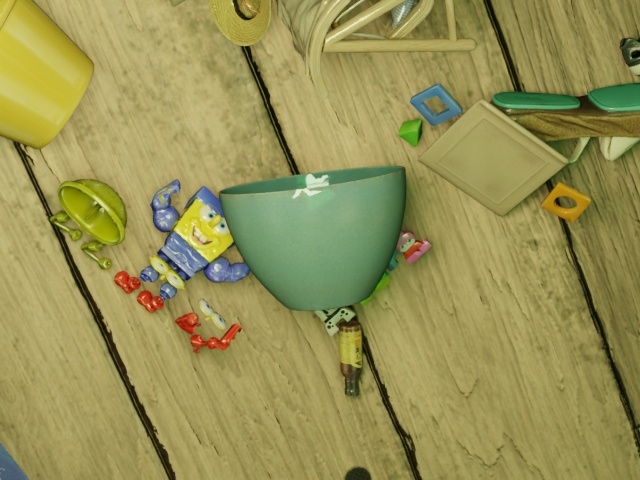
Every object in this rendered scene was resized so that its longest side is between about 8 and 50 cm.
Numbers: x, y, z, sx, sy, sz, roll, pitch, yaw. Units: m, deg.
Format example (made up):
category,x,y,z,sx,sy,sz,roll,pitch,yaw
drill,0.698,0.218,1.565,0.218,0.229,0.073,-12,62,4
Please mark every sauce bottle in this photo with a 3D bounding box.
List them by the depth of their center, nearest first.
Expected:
category,x,y,z,sx,sy,sz,roll,pitch,yaw
sauce bottle,0.053,0.204,1.818,0.042,0.042,0.128,-4,104,-6

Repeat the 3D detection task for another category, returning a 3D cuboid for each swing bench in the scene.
category,x,y,z,sx,sy,sz,roll,pitch,yaw
swing bench,0.067,-0.370,1.576,0.255,0.253,0.165,-17,129,-4

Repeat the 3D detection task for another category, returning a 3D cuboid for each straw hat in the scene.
category,x,y,z,sx,sy,sz,roll,pitch,yaw
straw hat,-0.108,-0.385,1.667,0.061,0.144,0.144,-29,108,-44

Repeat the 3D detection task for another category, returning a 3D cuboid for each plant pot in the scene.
category,x,y,z,sx,sy,sz,roll,pitch,yaw
plant pot,-0.481,-0.265,1.569,0.239,0.254,0.254,34,96,-26
plant pot,0.000,0.000,1.635,0.290,0.290,0.195,-9,98,-5

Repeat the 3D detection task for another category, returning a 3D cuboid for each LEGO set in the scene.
category,x,y,z,sx,sy,sz,roll,pitch,yaw
LEGO set,0.068,0.043,1.768,0.227,0.087,0.093,-43,100,9

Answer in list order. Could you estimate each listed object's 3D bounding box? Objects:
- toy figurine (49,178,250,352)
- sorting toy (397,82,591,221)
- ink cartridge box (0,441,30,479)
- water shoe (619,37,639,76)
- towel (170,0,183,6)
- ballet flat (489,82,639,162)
category,x,y,z,sx,sy,sz,roll,pitch,yaw
toy figurine,-0.231,-0.012,1.719,0.362,0.191,0.217,43,63,-6
sorting toy,0.285,-0.139,1.729,0.348,0.196,0.047,33,51,-12
ink cartridge box,-0.606,0.530,1.790,0.307,0.072,0.303,-33,103,2
water shoe,0.597,-0.356,1.757,0.203,0.073,0.080,-34,101,0
towel,-0.166,-0.554,1.600,0.324,0.056,0.312,-29,87,-4
ballet flat,0.444,-0.190,1.760,0.343,0.116,0.124,-5,120,-5
